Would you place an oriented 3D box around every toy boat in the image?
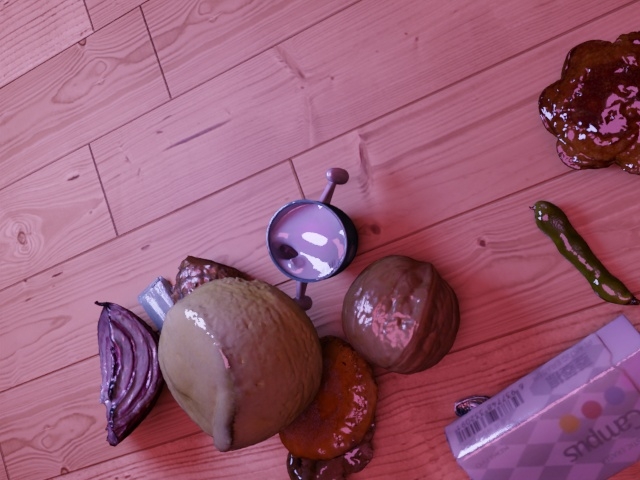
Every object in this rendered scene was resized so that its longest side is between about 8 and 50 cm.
[{"bbox_3d":[0.301,0.322,1.251,0.083,0.038,0.038,-21,83,20],"label":"toy boat"}]

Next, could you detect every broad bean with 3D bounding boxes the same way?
[{"bbox_3d":[0.479,0.027,1.180,0.052,0.053,0.256,-34,77,-22],"label":"broad bean"}]

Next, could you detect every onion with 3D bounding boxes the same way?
[{"bbox_3d":[-0.432,0.295,1.454,0.146,0.280,0.314,-6,75,-23],"label":"onion"}]

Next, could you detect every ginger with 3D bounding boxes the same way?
[{"bbox_3d":[0.018,0.446,1.333,0.166,0.080,0.333,31,101,36],"label":"ginger"}]

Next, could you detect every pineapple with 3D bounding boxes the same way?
[{"bbox_3d":[-0.267,0.177,1.385,0.158,0.158,0.278,18,91,19],"label":"pineapple"}]

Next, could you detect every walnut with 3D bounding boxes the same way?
[{"bbox_3d":[0.154,0.139,1.218,0.228,0.228,0.228,0,90,20],"label":"walnut"}]

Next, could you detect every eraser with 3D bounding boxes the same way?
[{"bbox_3d":[0.446,0.333,1.162,0.397,0.082,0.213,-39,91,16],"label":"eraser"}]

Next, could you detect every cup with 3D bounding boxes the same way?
[{"bbox_3d":[0.000,0.000,1.288,0.167,0.173,0.299,19,97,18],"label":"cup"}]

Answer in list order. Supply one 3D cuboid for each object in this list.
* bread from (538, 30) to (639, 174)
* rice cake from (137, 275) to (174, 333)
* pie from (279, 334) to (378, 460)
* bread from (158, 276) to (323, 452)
[{"bbox_3d":[0.504,-0.239,1.126,0.232,0.135,0.246,8,93,20],"label":"bread"},{"bbox_3d":[-0.335,0.195,1.479,0.085,0.040,0.226,-40,77,15],"label":"rice cake"},{"bbox_3d":[0.002,0.315,1.290,0.273,0.069,0.273,-23,54,37],"label":"pie"},{"bbox_3d":[-0.151,0.228,1.214,0.320,0.237,0.320,16,115,38],"label":"bread"}]
